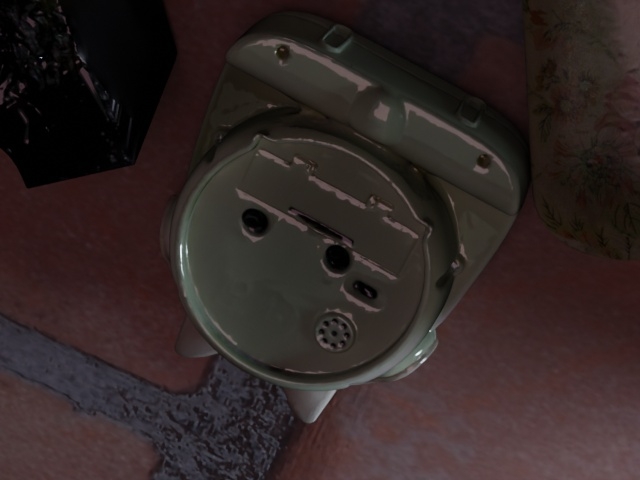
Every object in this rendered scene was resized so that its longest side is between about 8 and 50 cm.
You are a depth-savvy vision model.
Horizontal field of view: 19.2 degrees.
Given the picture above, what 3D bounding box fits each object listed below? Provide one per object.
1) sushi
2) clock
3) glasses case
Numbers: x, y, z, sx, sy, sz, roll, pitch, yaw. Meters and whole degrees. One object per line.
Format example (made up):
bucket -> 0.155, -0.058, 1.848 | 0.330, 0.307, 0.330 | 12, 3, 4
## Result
sushi -> -0.249, -0.193, 1.501 | 0.212, 0.215, 0.227 | -10, 126, 21
clock -> 0.000, 0.000, 1.543 | 0.265, 0.108, 0.324 | 27, 112, 2
glasses case -> 0.230, -0.191, 1.431 | 0.157, 0.098, 0.425 | 0, 108, 15
